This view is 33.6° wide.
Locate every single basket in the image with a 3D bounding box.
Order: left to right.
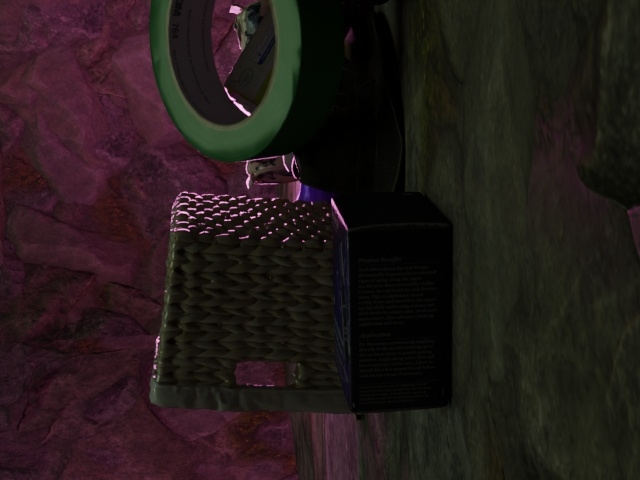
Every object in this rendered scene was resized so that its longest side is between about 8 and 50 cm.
[{"bbox_3d":[-0.087,0.090,1.635,0.331,0.329,0.266,-112,26,-75],"label":"basket"}]

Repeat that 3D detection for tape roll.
[{"bbox_3d":[-0.104,-0.264,1.383,0.321,0.077,0.321,13,108,45],"label":"tape roll"}]

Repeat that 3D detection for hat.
[{"bbox_3d":[0.023,-0.148,1.449,0.331,0.134,0.331,178,90,-84],"label":"hat"}]

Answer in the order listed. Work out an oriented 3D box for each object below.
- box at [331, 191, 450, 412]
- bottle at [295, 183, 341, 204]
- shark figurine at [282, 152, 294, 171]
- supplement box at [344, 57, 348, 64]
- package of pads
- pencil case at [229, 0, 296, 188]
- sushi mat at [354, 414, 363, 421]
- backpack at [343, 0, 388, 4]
[{"bbox_3d":[0.073,0.062,1.151,0.153,0.108,0.207,-112,19,-75],"label":"box"},{"bbox_3d":[0.000,0.000,1.952,0.118,0.092,0.282,-119,26,-76],"label":"bottle"},{"bbox_3d":[-0.021,-0.173,2.101,0.166,0.116,0.278,-57,-6,-31],"label":"shark figurine"},{"bbox_3d":[-0.027,-0.299,1.892,0.239,0.130,0.073,-108,16,-73],"label":"supplement box"},{"bbox_3d":[-0.044,-0.279,1.618,0.229,0.101,0.296,-60,-1,1],"label":"package of pads"},{"bbox_3d":[-0.095,-0.321,2.318,0.160,0.184,0.410,140,126,-84],"label":"pencil case"},{"bbox_3d":[0.047,0.221,1.963,0.316,0.019,0.151,-136,44,-81],"label":"sushi mat"},{"bbox_3d":[-0.004,-0.468,1.140,0.290,0.274,0.355,48,-129,-87],"label":"backpack"}]
